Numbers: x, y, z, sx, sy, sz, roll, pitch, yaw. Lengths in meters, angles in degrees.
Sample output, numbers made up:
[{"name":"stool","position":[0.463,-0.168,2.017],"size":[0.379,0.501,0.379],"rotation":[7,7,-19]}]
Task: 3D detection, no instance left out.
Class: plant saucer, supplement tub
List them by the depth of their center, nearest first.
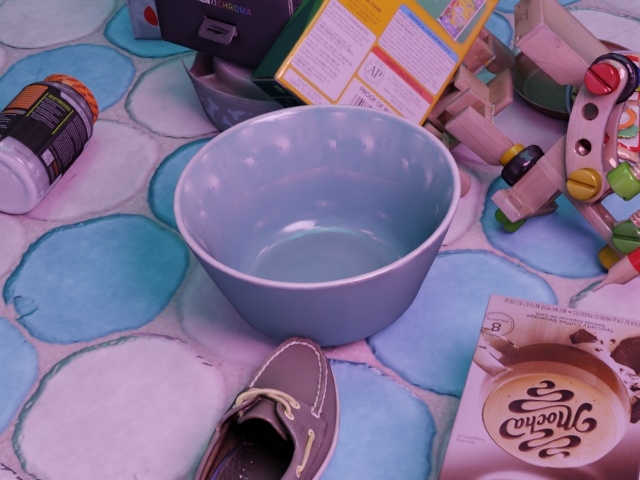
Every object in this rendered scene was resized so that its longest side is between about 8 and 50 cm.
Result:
[{"name":"supplement tub","position":[-0.381,-0.134,1.407],"size":[0.117,0.117,0.190],"rotation":[11,43,17]},{"name":"plant saucer","position":[0.365,-0.222,1.490],"size":[0.198,0.036,0.199],"rotation":[-3,41,3]}]

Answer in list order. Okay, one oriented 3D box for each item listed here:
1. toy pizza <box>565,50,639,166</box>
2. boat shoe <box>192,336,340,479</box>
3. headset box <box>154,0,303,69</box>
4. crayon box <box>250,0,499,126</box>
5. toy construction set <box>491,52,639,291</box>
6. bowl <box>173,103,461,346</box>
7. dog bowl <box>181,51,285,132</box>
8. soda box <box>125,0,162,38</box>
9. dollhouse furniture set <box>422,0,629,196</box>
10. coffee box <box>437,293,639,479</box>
[{"name":"toy pizza","position":[0.426,-0.181,1.393],"size":[0.201,0.032,0.201],"rotation":[2,58,-3]},{"name":"boat shoe","position":[-0.052,0.200,1.013],"size":[0.109,0.091,0.305],"rotation":[8,43,15]},{"name":"headset box","position":[-0.064,-0.360,1.466],"size":[0.246,0.131,0.283],"rotation":[21,48,26]},{"name":"crayon box","position":[0.085,-0.272,1.333],"size":[0.323,0.203,0.083],"rotation":[-57,27,-9]},{"name":"toy construction set","position":[0.315,-0.035,1.180],"size":[0.237,0.257,0.309],"rotation":[-39,11,27]},{"name":"bowl","position":[0.000,0.000,1.181],"size":[0.311,0.163,0.312],"rotation":[-3,41,2]},{"name":"dog bowl","position":[-0.027,-0.259,1.523],"size":[0.348,0.102,0.349],"rotation":[-2,42,2]},{"name":"soda box","position":[-0.243,-0.452,1.768],"size":[0.091,0.098,0.286],"rotation":[2,43,9]},{"name":"dollhouse furniture set","position":[0.248,-0.179,1.362],"size":[0.161,0.242,0.212],"rotation":[36,38,-21]},{"name":"coffee box","position":[0.205,0.201,0.964],"size":[0.168,0.119,0.297],"rotation":[9,43,15]}]
